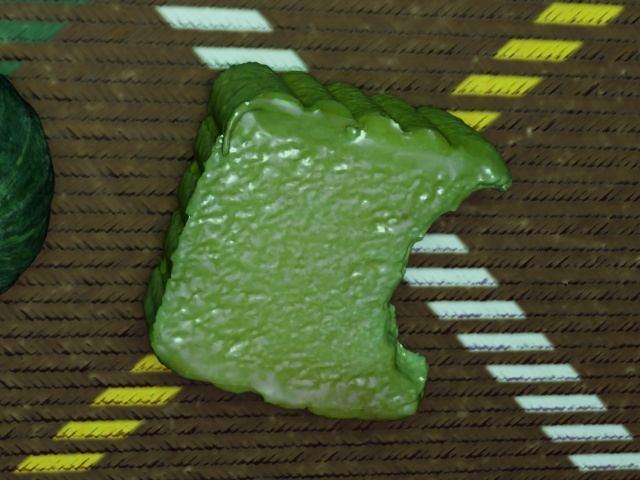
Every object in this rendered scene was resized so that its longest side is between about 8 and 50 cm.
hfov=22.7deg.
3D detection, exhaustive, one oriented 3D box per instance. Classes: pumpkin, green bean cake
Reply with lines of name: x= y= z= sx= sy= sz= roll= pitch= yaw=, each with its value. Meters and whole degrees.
pumpkin: x=-0.286 y=-0.037 z=1.084 sx=0.211 sy=0.152 sz=0.212 roll=-17 pitch=127 yaw=-23
green bean cake: x=0.000 y=0.000 z=1.184 sx=0.232 sy=0.124 sz=0.236 roll=15 pitch=108 yaw=-18
